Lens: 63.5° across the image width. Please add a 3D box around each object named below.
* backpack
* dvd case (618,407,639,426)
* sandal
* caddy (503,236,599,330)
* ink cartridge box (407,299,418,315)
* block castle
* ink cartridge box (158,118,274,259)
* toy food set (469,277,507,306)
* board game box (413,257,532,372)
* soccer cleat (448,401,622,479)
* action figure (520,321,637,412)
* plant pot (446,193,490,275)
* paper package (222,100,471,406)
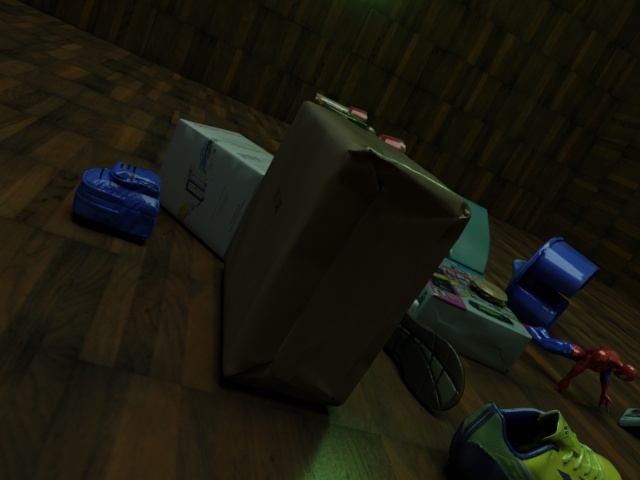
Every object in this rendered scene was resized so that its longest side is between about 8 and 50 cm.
[{"bbox_3d":[-0.313,-0.070,0.803,0.120,0.101,0.098,16,13,-22],"label":"backpack"},{"bbox_3d":[0.664,0.358,1.051,0.087,0.013,0.119,-16,-11,37],"label":"dvd case"},{"bbox_3d":[0.160,0.184,0.822,0.060,0.090,0.219,42,-1,-32],"label":"sandal"},{"bbox_3d":[0.604,0.111,1.411,0.179,0.241,0.341,42,21,25],"label":"caddy"},{"bbox_3d":[0.095,0.096,0.981,0.150,0.063,0.109,21,18,-17],"label":"ink cartridge box"},{"bbox_3d":[0.046,-0.174,1.304,0.212,0.303,0.453,23,18,-17],"label":"block castle"},{"bbox_3d":[-0.164,-0.094,0.973,0.232,0.168,0.171,36,19,29],"label":"ink cartridge box"},{"bbox_3d":[0.356,0.107,1.092,0.083,0.020,0.082,28,17,-2],"label":"toy food set"},{"bbox_3d":[0.282,0.129,1.115,0.224,0.098,0.303,25,16,-9],"label":"board game box"},{"bbox_3d":[0.295,0.273,0.650,0.289,0.121,0.093,20,18,-23],"label":"soccer cleat"},{"bbox_3d":[0.510,0.265,1.091,0.091,0.139,0.280,9,1,-38],"label":"action figure"},{"bbox_3d":[0.342,0.015,1.375,0.165,0.166,0.234,25,42,-16],"label":"plant pot"},{"bbox_3d":[0.000,0.000,0.695,0.168,0.310,0.325,25,17,-19],"label":"paper package"}]
